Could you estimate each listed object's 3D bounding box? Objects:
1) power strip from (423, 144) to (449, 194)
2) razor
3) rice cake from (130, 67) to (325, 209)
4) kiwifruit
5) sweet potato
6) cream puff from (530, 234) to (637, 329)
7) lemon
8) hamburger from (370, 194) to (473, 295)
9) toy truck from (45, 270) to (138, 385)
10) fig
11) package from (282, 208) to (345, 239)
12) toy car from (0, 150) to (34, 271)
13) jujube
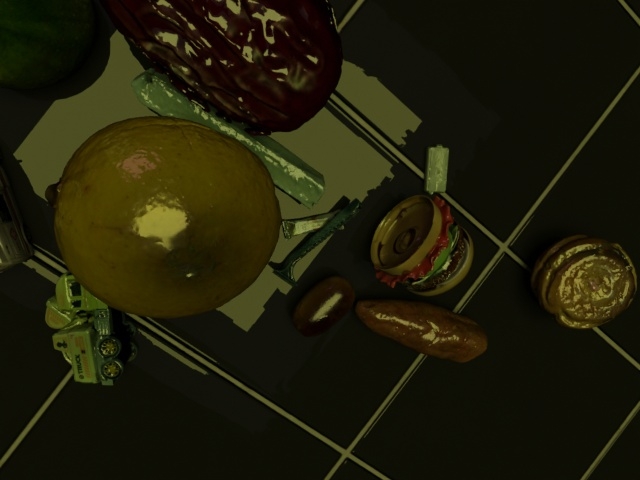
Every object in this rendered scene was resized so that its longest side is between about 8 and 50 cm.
[{"bbox_3d":[0.210,-0.128,0.920,0.040,0.016,0.090,1,97,-12],"label":"power strip"},{"bbox_3d":[-0.003,-0.003,0.874,0.190,0.033,0.066,-44,138,5],"label":"razor"},{"bbox_3d":[-0.138,-0.163,0.808,0.336,0.066,0.063,34,110,-14],"label":"rice cake"},{"bbox_3d":[0.006,0.113,0.883,0.124,0.075,0.075,-45,105,2],"label":"kiwifruit"},{"bbox_3d":[0.179,0.158,0.921,0.252,0.097,0.097,15,95,-10],"label":"sweet potato"},{"bbox_3d":[0.490,0.070,0.957,0.189,0.129,0.189,-1,101,-4],"label":"cream puff"},{"bbox_3d":[-0.206,-0.031,0.708,0.297,0.297,0.297,-2,99,-12],"label":"lemon"},{"bbox_3d":[0.180,0.016,0.868,0.137,0.175,0.175,33,90,-28],"label":"hamburger"},{"bbox_3d":[-0.363,0.131,0.799,0.116,0.085,0.191,-3,102,-4],"label":"toy truck"},{"bbox_3d":[-0.410,-0.299,0.645,0.203,0.235,0.203,-2,101,-8],"label":"fig"},{"bbox_3d":[-0.011,-0.028,0.887,0.110,0.015,0.037,-12,96,-12],"label":"package"},{"bbox_3d":[-0.495,-0.052,0.726,0.089,0.108,0.209,-16,101,-10],"label":"toy car"},{"bbox_3d":[-0.137,-0.325,0.704,0.258,0.258,0.377,-48,120,-2],"label":"jujube"}]
